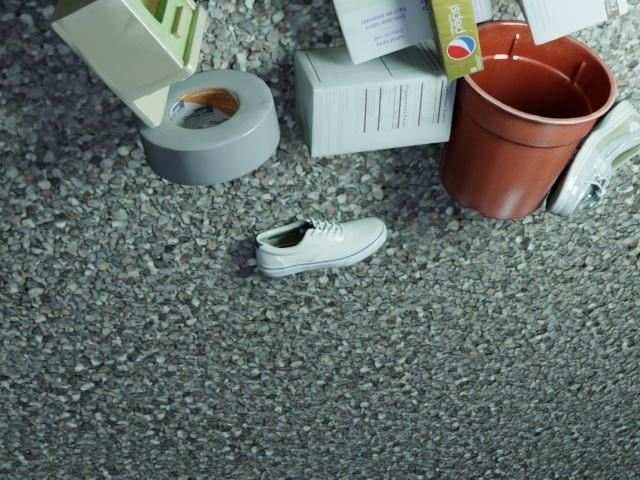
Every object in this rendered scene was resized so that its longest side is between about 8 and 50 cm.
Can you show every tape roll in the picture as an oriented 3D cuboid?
[{"bbox_3d":[-0.177,-0.182,1.516,0.219,0.219,0.072,-15,133,-5],"label":"tape roll"}]

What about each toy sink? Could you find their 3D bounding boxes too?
[{"bbox_3d":[-0.257,-0.305,1.405,0.131,0.152,0.234,-18,135,25],"label":"toy sink"}]

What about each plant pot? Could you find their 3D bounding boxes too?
[{"bbox_3d":[0.334,-0.194,1.664,0.272,0.272,0.265,-4,138,-15],"label":"plant pot"}]

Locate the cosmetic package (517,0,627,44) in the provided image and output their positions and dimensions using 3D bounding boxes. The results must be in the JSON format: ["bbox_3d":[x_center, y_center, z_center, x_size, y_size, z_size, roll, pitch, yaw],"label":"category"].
[{"bbox_3d":[0.369,-0.435,1.486,0.151,0.183,0.151,-18,133,13],"label":"cosmetic package"}]

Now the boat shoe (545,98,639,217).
[{"bbox_3d":[0.518,-0.141,1.748,0.320,0.103,0.118,-43,166,-37],"label":"boat shoe"}]

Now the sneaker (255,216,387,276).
[{"bbox_3d":[0.000,0.000,1.819,0.258,0.094,0.091,-17,137,-3],"label":"sneaker"}]

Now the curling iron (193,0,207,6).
[{"bbox_3d":[-0.100,-0.391,1.415,0.274,0.035,0.068,-3,143,19],"label":"curling iron"}]

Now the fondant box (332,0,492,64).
[{"bbox_3d":[0.115,-0.447,1.433,0.238,0.096,0.330,-18,141,5],"label":"fondant box"}]

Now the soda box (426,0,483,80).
[{"bbox_3d":[0.203,-0.336,1.468,0.061,0.058,0.181,-18,139,4],"label":"soda box"}]

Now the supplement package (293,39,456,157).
[{"bbox_3d":[0.088,-0.242,1.607,0.244,0.139,0.134,-7,130,-11],"label":"supplement package"}]
